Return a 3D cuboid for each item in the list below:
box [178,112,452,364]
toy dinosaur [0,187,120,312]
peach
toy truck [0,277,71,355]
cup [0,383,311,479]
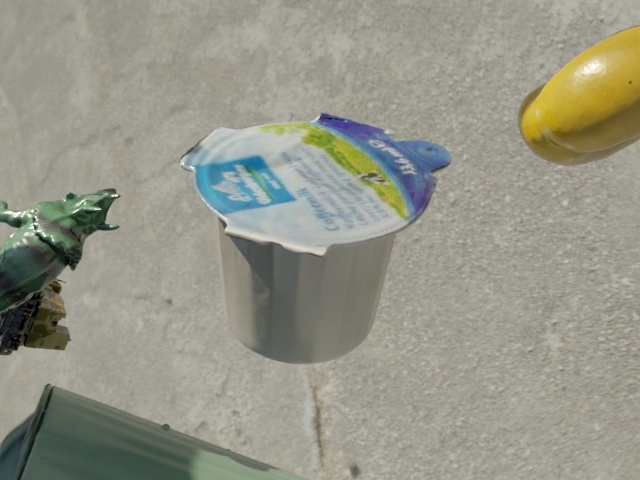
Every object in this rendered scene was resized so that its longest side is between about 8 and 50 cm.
[{"bbox_3d":[0.000,0.000,0.777,0.262,0.291,0.206,48,143,42],"label":"box"},{"bbox_3d":[-0.341,0.029,0.729,0.292,0.079,0.120,-34,46,-10],"label":"toy dinosaur"},{"bbox_3d":[0.290,-0.142,0.697,0.179,0.179,0.103,-31,77,39],"label":"peach"},{"bbox_3d":[-0.516,0.103,1.204,0.257,0.127,0.127,31,100,54],"label":"toy truck"},{"bbox_3d":[-0.218,0.381,0.806,0.401,0.392,0.310,-45,28,53],"label":"cup"}]
